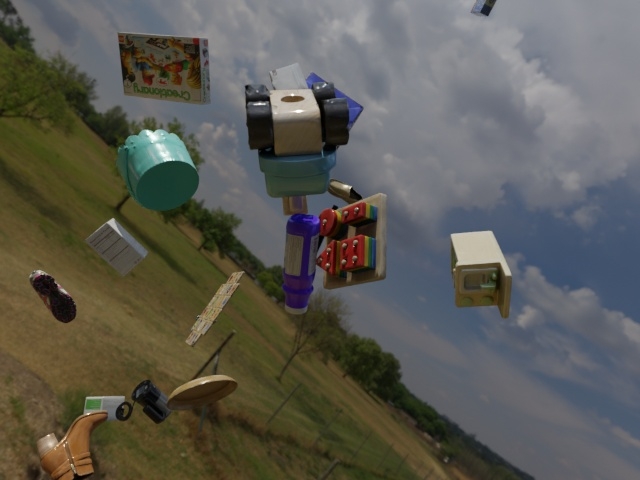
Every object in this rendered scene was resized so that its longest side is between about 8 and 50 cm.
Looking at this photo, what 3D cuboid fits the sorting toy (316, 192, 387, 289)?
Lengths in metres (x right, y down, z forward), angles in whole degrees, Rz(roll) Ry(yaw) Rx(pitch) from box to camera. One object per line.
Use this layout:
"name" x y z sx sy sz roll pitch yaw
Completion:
"sorting toy" 0.077 0.002 1.364 0.089 0.257 0.255 16 -21 -35

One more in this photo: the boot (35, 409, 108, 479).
"boot" -0.660 0.577 1.249 0.152 0.197 0.073 43 -44 24

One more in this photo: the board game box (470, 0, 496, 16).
"board game box" 0.319 -0.468 0.842 0.020 0.090 0.090 23 26 -6

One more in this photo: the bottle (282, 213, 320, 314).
"bottle" -0.058 0.070 1.280 0.092 0.282 0.118 8 20 6

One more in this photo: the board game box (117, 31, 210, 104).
"board game box" -0.492 -0.544 1.422 0.306 0.192 0.053 11 25 18

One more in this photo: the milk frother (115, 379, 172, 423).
"milk frother" -0.622 0.593 1.596 0.134 0.143 0.129 59 14 -30

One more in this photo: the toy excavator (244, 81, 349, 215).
"toy excavator" -0.073 -0.193 1.204 0.433 0.223 0.445 -104 -168 -57

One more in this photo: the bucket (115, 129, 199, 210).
"bucket" -0.606 -0.257 1.702 0.183 0.281 0.281 53 -1 30

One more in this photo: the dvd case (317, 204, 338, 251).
"dvd case" 0.000 0.000 1.611 0.022 0.253 0.180 25 -3 0

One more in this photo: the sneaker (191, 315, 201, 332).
"sneaker" -0.538 0.373 2.045 0.073 0.162 0.063 54 32 -2

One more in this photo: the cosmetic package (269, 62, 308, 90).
"cosmetic package" -0.080 -0.418 1.424 0.238 0.107 0.127 80 -8 -63

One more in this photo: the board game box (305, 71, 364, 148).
"board game box" -0.011 -0.437 1.698 0.232 0.141 0.291 34 -25 -5

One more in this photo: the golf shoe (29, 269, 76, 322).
"golf shoe" -0.791 0.163 1.340 0.086 0.067 0.186 16 -47 43

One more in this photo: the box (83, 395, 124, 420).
"box" -0.814 0.633 1.698 0.101 0.087 0.102 -10 -20 26

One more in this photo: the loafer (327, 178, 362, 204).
"loafer" 0.082 -0.166 1.506 0.148 0.056 0.050 29 -31 -14

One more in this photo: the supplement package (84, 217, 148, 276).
"supplement package" -0.731 0.023 1.627 0.179 0.105 0.105 49 -2 -16

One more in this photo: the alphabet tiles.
"alphabet tiles" -0.422 0.268 1.800 0.011 0.342 0.285 38 -19 -16

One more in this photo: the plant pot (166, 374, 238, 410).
"plant pot" -0.397 0.506 1.512 0.032 0.236 0.236 66 6 30

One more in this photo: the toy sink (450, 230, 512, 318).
"toy sink" 0.445 0.098 1.288 0.234 0.131 0.152 -80 163 -58
